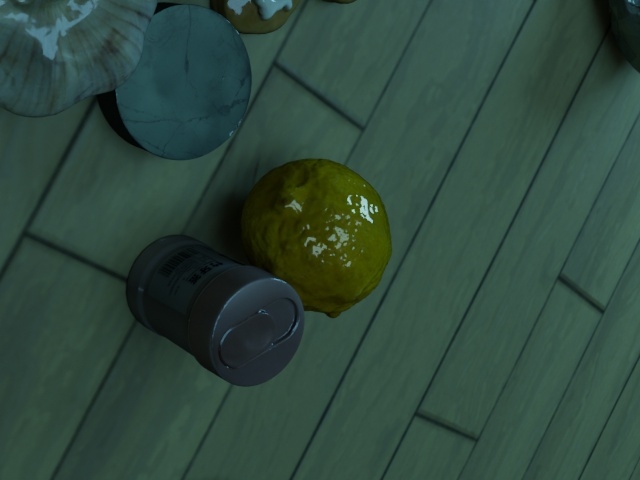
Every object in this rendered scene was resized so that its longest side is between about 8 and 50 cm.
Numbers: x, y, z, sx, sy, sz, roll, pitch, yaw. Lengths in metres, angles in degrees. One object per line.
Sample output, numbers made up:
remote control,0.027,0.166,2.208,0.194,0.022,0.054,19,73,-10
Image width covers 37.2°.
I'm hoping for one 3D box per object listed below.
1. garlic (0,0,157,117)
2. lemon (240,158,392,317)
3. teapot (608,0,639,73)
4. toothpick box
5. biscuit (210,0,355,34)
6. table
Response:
garlic,-0.177,-0.184,0.651,0.199,0.226,0.199,-4,97,-34
lemon,0.000,0.000,0.915,0.142,0.142,0.187,-49,142,-15
teapot,0.448,-0.301,1.164,0.178,0.163,0.221,-35,135,-9
toothpick box,-0.097,0.059,0.850,0.098,0.149,0.098,-14,113,-36
biscuit,-0.050,-0.350,0.818,0.216,0.047,0.340,-30,123,-29
table,-0.127,-0.139,0.828,0.133,0.043,0.133,-14,114,-35
